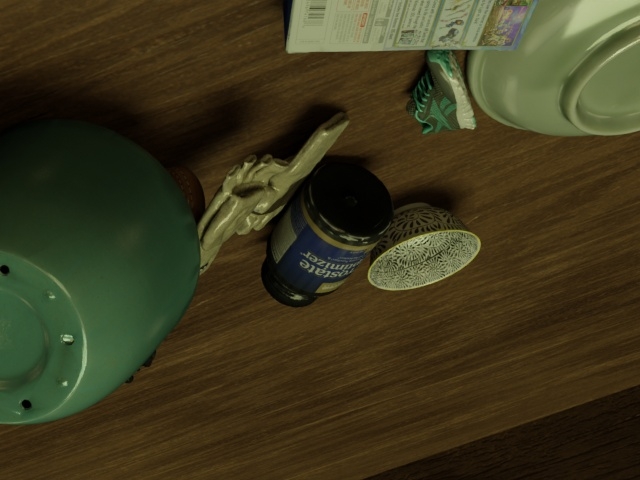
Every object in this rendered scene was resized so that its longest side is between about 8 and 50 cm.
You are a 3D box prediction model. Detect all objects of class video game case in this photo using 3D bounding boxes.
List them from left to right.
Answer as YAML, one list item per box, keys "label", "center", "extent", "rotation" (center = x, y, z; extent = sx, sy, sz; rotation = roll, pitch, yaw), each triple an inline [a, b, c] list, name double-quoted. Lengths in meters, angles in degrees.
- label: "video game case"
  center: [0.098, -0.278, 1.004]
  extent: [0.244, 0.061, 0.269]
  rotation: [-1, 153, -8]

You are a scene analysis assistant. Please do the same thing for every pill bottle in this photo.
- label: "pill bottle"
  center: [0.000, 0.000, 1.445]
  extent: [0.122, 0.123, 0.219]
  rotation: [-2, 151, -27]

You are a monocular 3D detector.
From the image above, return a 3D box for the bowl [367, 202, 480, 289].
- label: "bowl"
  center: [0.139, -0.003, 1.569]
  extent: [0.170, 0.080, 0.170]
  rotation: [-14, 153, -7]

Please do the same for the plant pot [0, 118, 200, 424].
- label: "plant pot"
  center: [-0.290, 0.048, 1.096]
  extent: [0.293, 0.293, 0.235]
  rotation: [-25, -164, 16]

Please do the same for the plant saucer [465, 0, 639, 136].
- label: "plant saucer"
  center: [0.375, -0.224, 1.270]
  extent: [0.400, 0.101, 0.400]
  rotation: [-14, 152, -7]

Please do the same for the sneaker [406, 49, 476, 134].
- label: "sneaker"
  center: [0.136, -0.169, 1.278]
  extent: [0.076, 0.065, 0.166]
  rotation: [-17, 152, 9]

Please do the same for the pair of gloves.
- label: "pair of gloves"
  center: [-0.076, -0.056, 1.281]
  extent: [0.240, 0.042, 0.204]
  rotation: [-39, 171, -48]

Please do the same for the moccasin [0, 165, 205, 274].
- label: "moccasin"
  center: [-0.311, 0.007, 1.286]
  extent: [0.380, 0.139, 0.147]
  rotation: [-16, 163, 19]

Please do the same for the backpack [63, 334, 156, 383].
- label: "backpack"
  center: [-0.318, 0.103, 1.459]
  extent: [0.182, 0.152, 0.115]
  rotation: [4, 134, -23]
